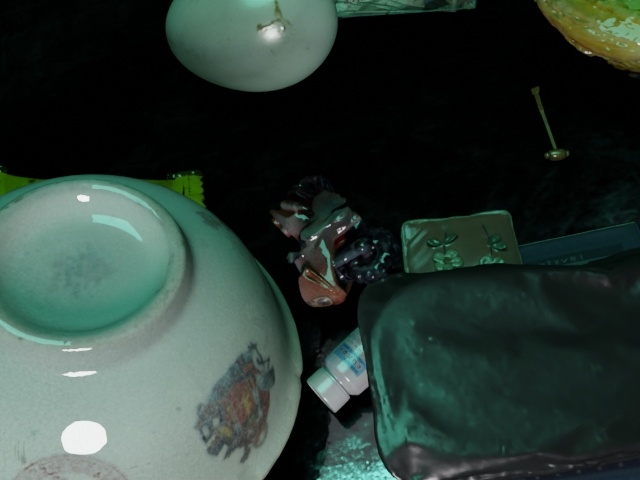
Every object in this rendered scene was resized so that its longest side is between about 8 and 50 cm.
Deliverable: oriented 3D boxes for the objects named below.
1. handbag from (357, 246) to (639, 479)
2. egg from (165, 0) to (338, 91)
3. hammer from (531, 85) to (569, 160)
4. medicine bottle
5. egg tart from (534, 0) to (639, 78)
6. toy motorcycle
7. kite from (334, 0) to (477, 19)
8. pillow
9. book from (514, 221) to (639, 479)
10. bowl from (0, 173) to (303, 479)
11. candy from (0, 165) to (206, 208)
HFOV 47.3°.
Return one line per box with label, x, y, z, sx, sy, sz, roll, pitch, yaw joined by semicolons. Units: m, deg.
handbag;0.202;0.105;0.637;0.332;0.075;0.192;-5;59;-5
egg;-0.100;-0.299;1.016;0.264;0.183;0.183;4;59;29
hammer;0.272;-0.143;0.884;0.029;0.014;0.123;-7;52;4
medicine bottle;0.032;0.131;0.758;0.089;0.052;0.052;-42;54;-10
egg tart;0.413;-0.299;0.873;0.314;0.120;0.315;-8;57;13
toy motorcycle;0.000;0.000;0.838;0.118;0.084;0.212;-47;40;1
kite;0.129;-0.437;1.133;0.406;0.014;0.368;-35;52;-4
pillow;0.150;0.073;0.731;0.126;0.043;0.233;-9;55;11
book;0.249;0.113;0.709;0.190;0.025;0.269;-12;54;13
bowl;-0.219;0.070;0.700;0.434;0.196;0.435;6;53;-8
candy;-0.293;-0.025;0.926;0.297;0.081;0.187;-4;53;-10
